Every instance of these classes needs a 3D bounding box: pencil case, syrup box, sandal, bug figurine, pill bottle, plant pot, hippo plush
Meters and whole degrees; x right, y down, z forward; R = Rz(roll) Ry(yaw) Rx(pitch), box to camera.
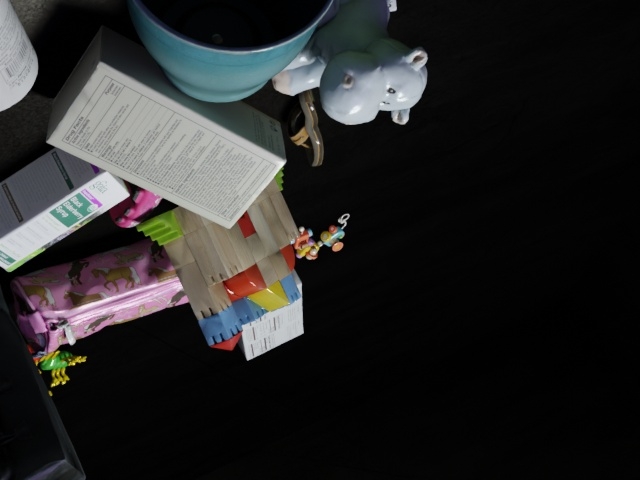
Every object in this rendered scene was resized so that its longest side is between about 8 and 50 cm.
[{"bbox_3d":[-0.371,0.088,1.817,0.386,0.167,0.160,-19,155,-29],"label":"pencil case"},{"bbox_3d":[-0.434,-0.062,1.545,0.237,0.096,0.093,-32,156,0],"label":"syrup box"},{"bbox_3d":[-0.033,-0.209,1.770,0.060,0.090,0.219,-12,157,-1],"label":"sandal"},{"bbox_3d":[-0.623,0.293,2.021,0.279,0.072,0.216,-46,160,17],"label":"bug figurine"},{"bbox_3d":[-0.424,-0.260,1.133,0.131,0.131,0.229,-28,156,-11],"label":"pill bottle"},{"bbox_3d":[-0.129,-0.311,1.268,0.271,0.272,0.255,-25,170,-16],"label":"plant pot"},{"bbox_3d":[0.059,-0.276,1.560,0.294,0.237,0.234,-21,153,-25],"label":"hippo plush"}]

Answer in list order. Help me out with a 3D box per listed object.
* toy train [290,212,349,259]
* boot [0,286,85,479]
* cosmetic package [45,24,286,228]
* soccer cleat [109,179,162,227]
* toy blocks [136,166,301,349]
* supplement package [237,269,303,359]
[{"bbox_3d":[0.000,0.000,2.251,0.166,0.046,0.125,-20,154,-25],"label":"toy train"},{"bbox_3d":[-0.605,0.272,1.538,0.367,0.445,0.146,-35,156,7],"label":"boot"},{"bbox_3d":[-0.221,-0.158,1.425,0.309,0.113,0.160,28,121,-28],"label":"cosmetic package"},{"bbox_3d":[-0.242,-0.139,1.599,0.143,0.116,0.331,-3,142,-39],"label":"soccer cleat"},{"bbox_3d":[-0.139,0.031,1.759,0.190,0.261,0.381,-22,-175,28],"label":"toy blocks"},{"bbox_3d":[-0.144,0.094,2.061,0.145,0.204,0.262,-24,155,-13],"label":"supplement package"}]
